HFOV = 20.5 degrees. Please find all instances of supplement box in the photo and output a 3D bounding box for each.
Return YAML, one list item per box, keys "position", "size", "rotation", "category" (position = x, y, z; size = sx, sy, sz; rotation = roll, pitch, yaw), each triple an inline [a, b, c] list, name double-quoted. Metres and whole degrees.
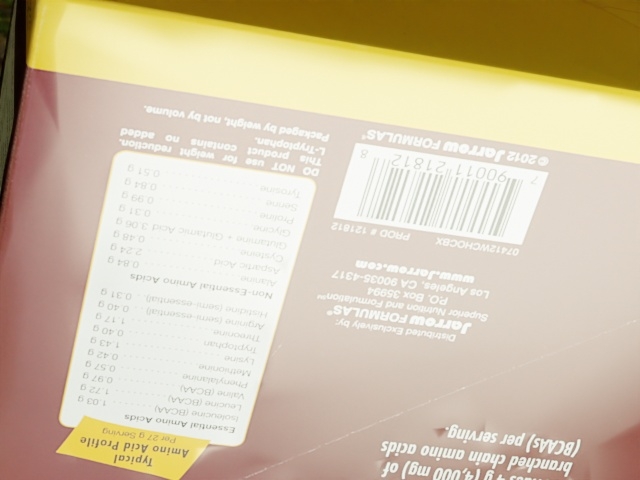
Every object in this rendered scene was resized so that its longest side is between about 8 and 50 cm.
- position: [0.000, 0.000, 0.508]
  size: [0.191, 0.129, 0.194]
  rotation: [8, 124, -13]
  category: "supplement box"
